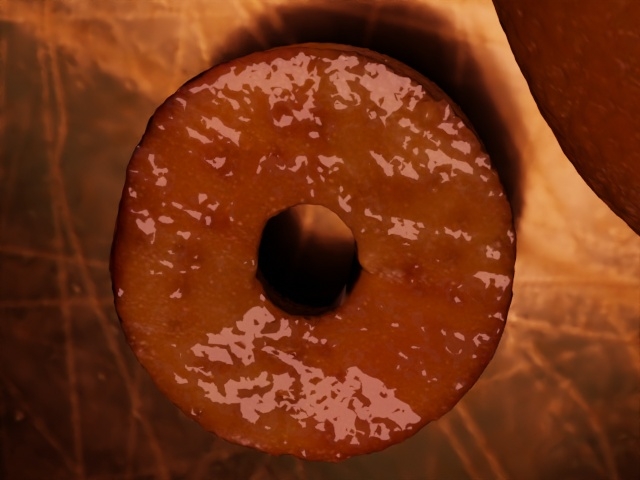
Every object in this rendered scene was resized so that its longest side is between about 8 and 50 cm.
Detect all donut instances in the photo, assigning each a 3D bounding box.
[{"bbox_3d":[0.000,0.000,0.624,0.152,0.058,0.151,3,110,9],"label":"donut"}]

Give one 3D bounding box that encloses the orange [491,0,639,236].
[{"bbox_3d":[0.170,-0.092,0.475,0.264,0.264,0.264,3,109,8],"label":"orange"}]
